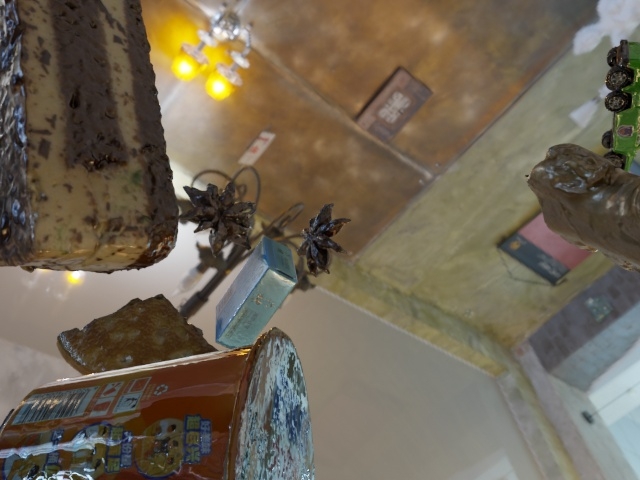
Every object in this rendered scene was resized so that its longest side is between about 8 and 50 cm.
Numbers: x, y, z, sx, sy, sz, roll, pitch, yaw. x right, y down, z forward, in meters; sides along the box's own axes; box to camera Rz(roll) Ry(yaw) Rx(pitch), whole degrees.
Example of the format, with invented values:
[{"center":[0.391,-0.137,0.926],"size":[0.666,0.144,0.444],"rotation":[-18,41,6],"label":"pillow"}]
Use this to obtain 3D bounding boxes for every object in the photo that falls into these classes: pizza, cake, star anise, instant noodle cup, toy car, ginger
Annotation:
[{"center":[-0.445,0.261,1.641],"size":[0.409,0.114,0.277],"rotation":[5,-137,-9],"label":"pizza"},{"center":[-0.160,-0.092,0.453],"size":[0.135,0.245,0.112],"rotation":[14,-176,39],"label":"cake"},{"center":[0.000,0.001,1.183],"size":[0.042,0.141,0.141],"rotation":[14,-143,-35],"label":"star anise"},{"center":[-0.132,0.225,0.560],"size":[0.296,0.214,0.296],"rotation":[-5,-90,-80],"label":"instant noodle cup"},{"center":[-0.224,-0.054,1.445],"size":[0.183,0.065,0.195],"rotation":[12,-115,-28],"label":"star anise"},{"center":[0.384,-0.162,0.811],"size":[0.071,0.063,0.165],"rotation":[-62,-33,-47],"label":"toy car"},{"center":[0.263,-0.019,0.549],"size":[0.137,0.074,0.213],"rotation":[40,173,-23],"label":"ginger"}]

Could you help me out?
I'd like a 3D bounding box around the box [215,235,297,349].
[{"center":[-0.150,0.124,1.488],"size":[0.083,0.232,0.142],"rotation":[29,-160,-21],"label":"box"}]
